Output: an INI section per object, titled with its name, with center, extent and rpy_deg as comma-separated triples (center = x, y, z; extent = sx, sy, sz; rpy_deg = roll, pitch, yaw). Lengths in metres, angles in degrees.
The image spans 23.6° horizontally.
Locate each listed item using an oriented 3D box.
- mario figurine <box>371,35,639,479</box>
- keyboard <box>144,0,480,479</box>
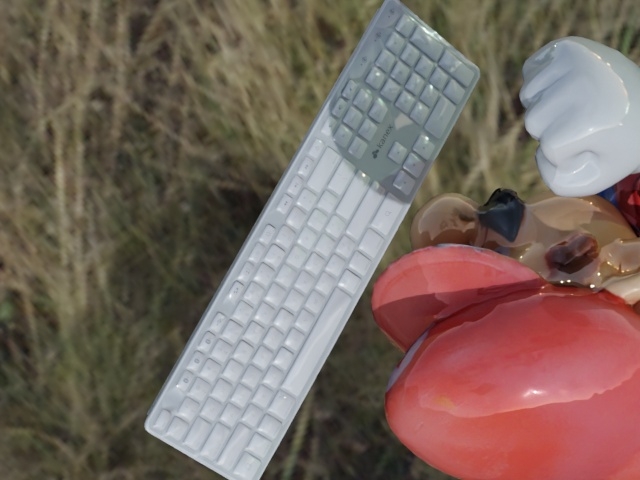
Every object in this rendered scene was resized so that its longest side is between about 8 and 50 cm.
[mario figurine]
center = 0.123, -0.027, 0.679
extent = 0.170, 0.198, 0.320
rpy_deg = 4, 38, 45
[keyboard]
center = 0.000, 0.000, 0.783
extent = 0.256, 0.072, 0.014
rpy_deg = -61, 23, -11
